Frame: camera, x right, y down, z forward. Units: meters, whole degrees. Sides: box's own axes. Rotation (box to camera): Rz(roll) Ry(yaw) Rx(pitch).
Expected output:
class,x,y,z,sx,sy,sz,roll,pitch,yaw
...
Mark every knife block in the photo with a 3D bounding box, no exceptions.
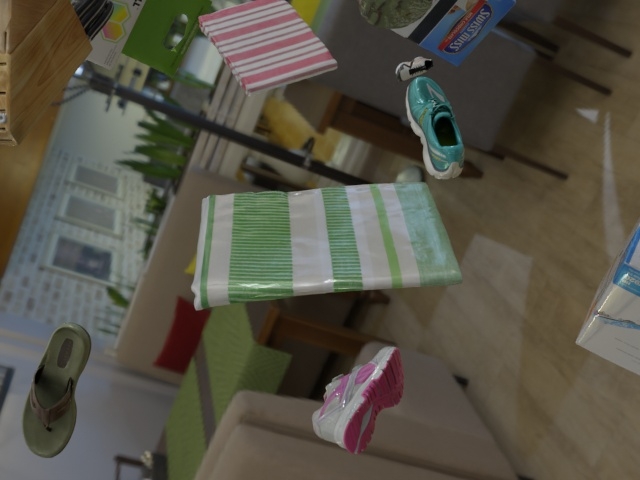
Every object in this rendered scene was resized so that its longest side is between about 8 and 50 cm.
class,x,y,z,sx,sy,sz,roll,pitch,yaw
knife block,-0.382,-0.266,1.120,0.242,0.088,0.275,-8,-78,-68

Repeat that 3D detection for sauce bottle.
class,x,y,z,sx,sy,sz,roll,pitch,yaw
sauce bottle,0.090,-0.473,1.192,0.111,0.111,0.344,-47,41,51

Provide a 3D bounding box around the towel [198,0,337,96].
class,x,y,z,sx,sy,sz,roll,pitch,yaw
towel,-0.080,-0.288,1.182,0.197,0.144,0.029,56,158,33

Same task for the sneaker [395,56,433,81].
class,x,y,z,sx,sy,sz,roll,pitch,yaw
sneaker,0.220,-0.403,1.881,0.109,0.040,0.044,-35,32,-29

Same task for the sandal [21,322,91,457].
class,x,y,z,sx,sy,sz,roll,pitch,yaw
sandal,-0.587,0.326,1.749,0.086,0.120,0.302,-40,-36,-85

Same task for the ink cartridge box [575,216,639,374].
class,x,y,z,sx,sy,sz,roll,pitch,yaw
ink cartridge box,0.539,0.084,1.270,0.171,0.168,0.232,-53,-18,-34

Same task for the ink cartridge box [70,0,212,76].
class,x,y,z,sx,sy,sz,roll,pitch,yaw
ink cartridge box,-0.351,-0.411,1.493,0.188,0.255,0.097,-55,29,26

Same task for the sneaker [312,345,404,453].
class,x,y,z,sx,sy,sz,roll,pitch,yaw
sneaker,0.068,0.273,1.455,0.252,0.111,0.102,-41,-54,-47

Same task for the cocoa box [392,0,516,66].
class,x,y,z,sx,sy,sz,roll,pitch,yaw
cocoa box,0.316,-0.661,2.030,0.231,0.228,0.347,-46,30,39

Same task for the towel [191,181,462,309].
class,x,y,z,sx,sy,sz,roll,pitch,yaw
towel,0.000,0.000,1.056,0.247,0.325,0.038,-96,2,-57

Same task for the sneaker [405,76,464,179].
class,x,y,z,sx,sy,sz,roll,pitch,yaw
sneaker,0.264,-0.266,1.773,0.110,0.107,0.275,92,166,-56
